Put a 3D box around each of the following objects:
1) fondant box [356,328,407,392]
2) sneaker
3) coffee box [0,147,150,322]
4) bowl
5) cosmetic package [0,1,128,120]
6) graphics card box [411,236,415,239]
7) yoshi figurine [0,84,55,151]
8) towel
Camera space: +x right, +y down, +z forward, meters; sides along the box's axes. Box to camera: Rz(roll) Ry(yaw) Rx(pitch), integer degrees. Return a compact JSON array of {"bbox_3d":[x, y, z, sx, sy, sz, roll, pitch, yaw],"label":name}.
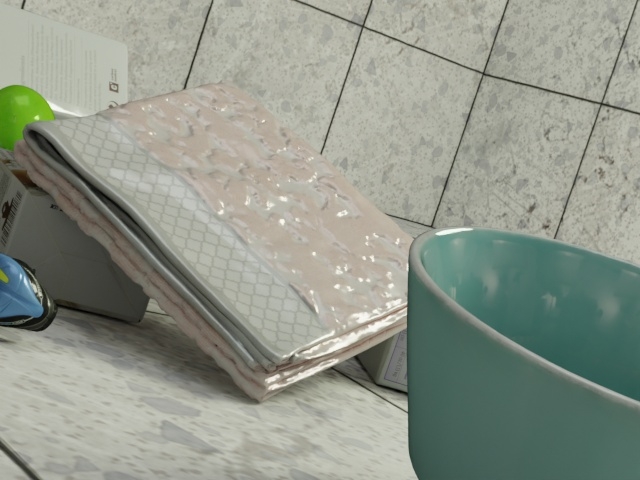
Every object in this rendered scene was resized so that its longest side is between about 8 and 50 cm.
[{"bbox_3d":[0.203,0.129,1.453,0.330,0.096,0.238,16,6,-10],"label":"fondant box"},{"bbox_3d":[-0.273,0.032,1.067,0.188,0.067,0.078,21,-15,45],"label":"sneaker"},{"bbox_3d":[-0.251,-0.011,1.303,0.141,0.098,0.246,17,6,-24],"label":"coffee box"},{"bbox_3d":[0.182,0.125,0.892,0.311,0.163,0.311,17,16,-5],"label":"bowl"},{"bbox_3d":[-0.541,-0.256,2.076,0.230,0.162,0.453,-17,-21,41],"label":"cosmetic package"},{"bbox_3d":[0.000,0.000,2.102,0.371,0.094,0.233,15,6,-39],"label":"graphics card box"},{"bbox_3d":[-0.453,-0.163,1.810,0.203,0.203,0.362,34,2,-4],"label":"yoshi figurine"},{"bbox_3d":[-0.067,-0.022,1.237,0.332,0.053,0.317,43,32,18],"label":"towel"}]
